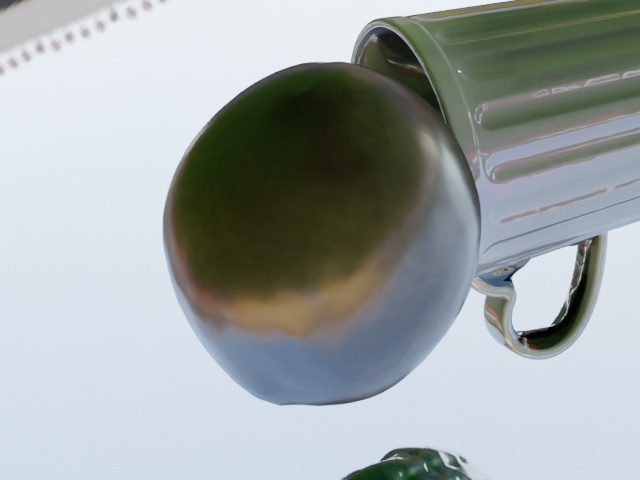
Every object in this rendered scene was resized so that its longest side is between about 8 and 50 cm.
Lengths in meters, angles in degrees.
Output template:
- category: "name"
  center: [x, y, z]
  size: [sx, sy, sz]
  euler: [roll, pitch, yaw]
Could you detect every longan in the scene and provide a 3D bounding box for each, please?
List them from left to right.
- category: "longan"
  center: [0.000, 0.000, 0.650]
  size: [0.167, 0.187, 0.167]
  euler: [2, -144, -2]

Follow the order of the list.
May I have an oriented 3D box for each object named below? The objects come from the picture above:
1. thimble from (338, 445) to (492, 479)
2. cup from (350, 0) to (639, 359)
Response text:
- category: "thimble"
  center: [0.082, 0.313, 1.101]
  size: [0.167, 0.288, 0.254]
  euler: [44, -60, 30]
- category: "cup"
  center: [0.137, -0.054, 0.787]
  size: [0.202, 0.221, 0.167]
  euler: [-15, -135, -16]
